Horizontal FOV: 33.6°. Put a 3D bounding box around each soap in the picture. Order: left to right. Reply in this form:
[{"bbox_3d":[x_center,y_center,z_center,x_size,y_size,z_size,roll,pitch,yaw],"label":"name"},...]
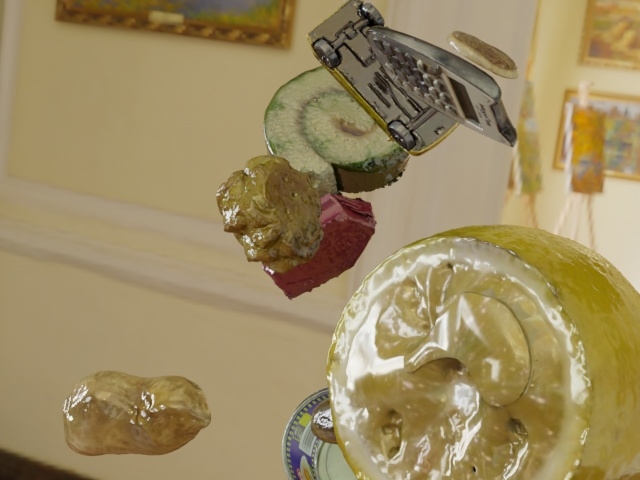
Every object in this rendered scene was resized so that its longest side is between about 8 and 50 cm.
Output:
[{"bbox_3d":[0.000,0.000,2.466,0.182,0.289,0.112,46,18,-46],"label":"soap"}]

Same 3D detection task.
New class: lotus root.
[{"bbox_3d":[0.045,0.281,1.676,0.179,0.089,0.080,-17,-49,45],"label":"lotus root"}]

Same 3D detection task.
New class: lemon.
[{"bbox_3d":[0.211,0.152,1.135,0.364,0.364,0.364,8,8,-1],"label":"lemon"}]

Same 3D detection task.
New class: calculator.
[{"bbox_3d":[0.171,-0.232,1.556,0.268,0.040,0.177,30,-11,30],"label":"calculator"}]

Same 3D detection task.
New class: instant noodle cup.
[{"bbox_3d":[0.068,0.438,2.174,0.284,0.284,0.312,7,-7,-5],"label":"instant noodle cup"}]

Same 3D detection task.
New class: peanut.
[{"bbox_3d":[-0.264,0.247,1.510,0.253,0.122,0.137,-1,-23,20],"label":"peanut"}]

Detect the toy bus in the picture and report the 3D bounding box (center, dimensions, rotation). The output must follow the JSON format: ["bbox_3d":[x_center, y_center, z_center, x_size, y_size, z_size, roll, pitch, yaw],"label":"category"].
[{"bbox_3d":[0.129,-0.308,2.067,0.331,0.145,0.151,49,-8,11],"label":"toy bus"}]

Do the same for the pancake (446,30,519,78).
[{"bbox_3d":[0.296,-0.335,1.915,0.152,0.025,0.151,24,23,-11],"label":"pancake"}]

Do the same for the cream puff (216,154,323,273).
[{"bbox_3d":[-0.102,-0.056,2.215,0.196,0.244,0.244,5,7,26],"label":"cream puff"}]

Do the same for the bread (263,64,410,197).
[{"bbox_3d":[0.044,-0.256,2.574,0.366,0.381,0.129,22,-24,13],"label":"bread"}]
